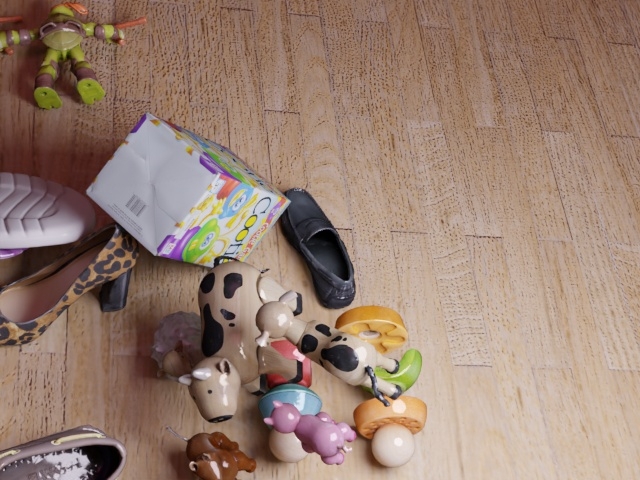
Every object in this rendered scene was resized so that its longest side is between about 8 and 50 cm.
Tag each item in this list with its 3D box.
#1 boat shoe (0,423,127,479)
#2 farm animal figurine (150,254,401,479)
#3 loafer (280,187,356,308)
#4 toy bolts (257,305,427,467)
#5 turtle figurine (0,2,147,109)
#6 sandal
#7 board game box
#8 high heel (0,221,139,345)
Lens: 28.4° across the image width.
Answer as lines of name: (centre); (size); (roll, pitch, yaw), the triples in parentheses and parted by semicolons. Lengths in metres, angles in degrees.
boat shoe: (-0.387, 0.310, 1.521); (0.324, 0.097, 0.116); (-18, 91, -32)
farm animal figurine: (-0.087, 0.148, 1.595); (0.172, 0.330, 0.327); (30, 30, -43)
loafer: (0.000, 0.000, 1.916); (0.076, 0.078, 0.223); (-10, 55, -22)
toy bolts: (0.026, 0.209, 1.689); (0.228, 0.218, 0.158); (-5, 57, 4)
turtle figurine: (-0.407, -0.319, 2.065); (0.269, 0.087, 0.217); (-2, 52, -17)
sandal: (-0.520, -0.019, 1.791); (0.416, 0.102, 0.169); (2, 35, 3)
board game box: (-0.178, -0.061, 1.778); (0.144, 0.275, 0.142); (40, 97, 18)
high heel: (-0.376, 0.050, 1.705); (0.261, 0.186, 0.093); (-13, 57, -24)
